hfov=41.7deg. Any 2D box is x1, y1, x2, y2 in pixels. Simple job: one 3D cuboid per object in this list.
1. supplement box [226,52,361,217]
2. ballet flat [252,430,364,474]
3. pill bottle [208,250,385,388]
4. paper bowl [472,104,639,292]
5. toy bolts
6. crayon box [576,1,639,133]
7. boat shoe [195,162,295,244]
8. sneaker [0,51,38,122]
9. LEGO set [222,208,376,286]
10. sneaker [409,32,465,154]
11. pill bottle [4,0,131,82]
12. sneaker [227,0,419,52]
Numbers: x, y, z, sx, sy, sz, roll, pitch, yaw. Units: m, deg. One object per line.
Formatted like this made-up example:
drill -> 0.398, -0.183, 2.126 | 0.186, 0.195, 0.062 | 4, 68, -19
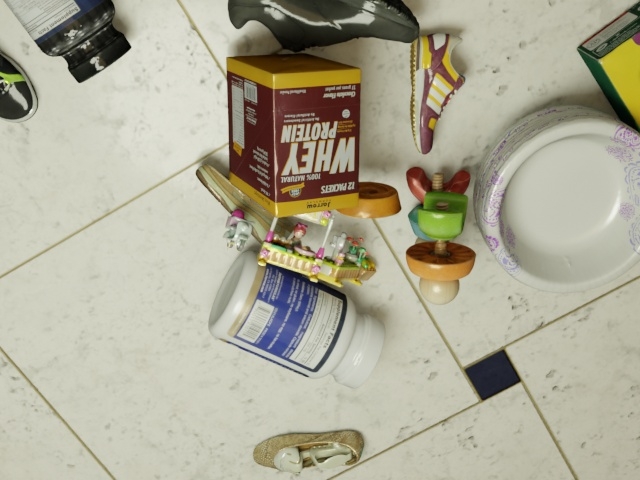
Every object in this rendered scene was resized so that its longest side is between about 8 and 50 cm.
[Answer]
supplement box -> -0.042, -0.157, 1.201 | 0.129, 0.191, 0.194 | -9, 111, -23
ballet flat -> -0.022, 0.389, 1.531 | 0.206, 0.067, 0.073 | -10, 115, 0
pill bottle -> -0.036, 0.136, 1.373 | 0.264, 0.153, 0.153 | 27, 109, -15
paper bowl -> 0.381, -0.071, 1.324 | 0.284, 0.148, 0.284 | -2, 114, -5
toy bolts -> 0.140, -0.010, 1.300 | 0.218, 0.228, 0.159 | 8, 113, 17
crayon box -> 0.633, -0.272, 1.283 | 0.363, 0.106, 0.313 | -36, 113, 11
boat shoe -> -0.115, -0.065, 1.335 | 0.072, 0.068, 0.190 | -45, 120, 1
sneaker -> -0.506, -0.253, 1.193 | 0.084, 0.097, 0.235 | -37, 111, 11
LEGO set -> 0.000, 0.000, 1.301 | 0.287, 0.132, 0.107 | 15, 98, -31
sneaker -> 0.180, -0.221, 1.284 | 0.083, 0.069, 0.186 | -2, 115, 2
pill bottle -> -0.363, -0.333, 1.158 | 0.122, 0.123, 0.219 | -31, 113, 8
sneaker -> 0.001, -0.328, 1.215 | 0.286, 0.109, 0.130 | 18, 117, -2
